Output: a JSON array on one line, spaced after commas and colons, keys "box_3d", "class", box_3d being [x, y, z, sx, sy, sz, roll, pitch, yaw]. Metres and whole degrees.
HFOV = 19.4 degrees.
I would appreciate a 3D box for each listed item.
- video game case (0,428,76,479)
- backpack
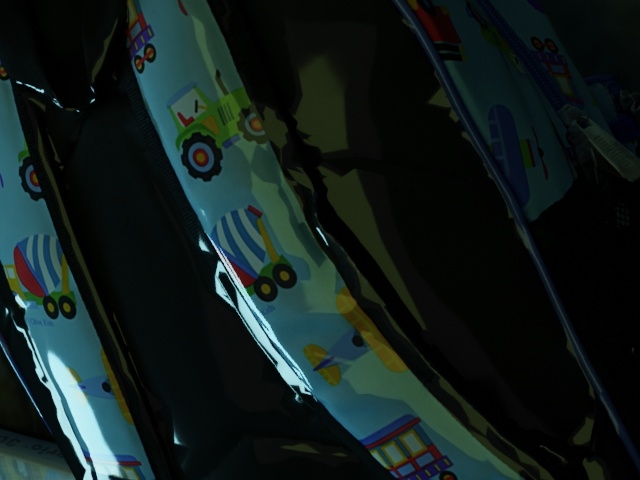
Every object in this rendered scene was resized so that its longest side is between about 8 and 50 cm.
[{"box_3d": [-0.065, 0.121, 0.585, 0.166, 0.015, 0.119, 10, 117, 30], "class": "video game case"}, {"box_3d": [0.000, 0.000, 0.416, 0.158, 0.117, 0.173, -22, 99, 39], "class": "backpack"}]
